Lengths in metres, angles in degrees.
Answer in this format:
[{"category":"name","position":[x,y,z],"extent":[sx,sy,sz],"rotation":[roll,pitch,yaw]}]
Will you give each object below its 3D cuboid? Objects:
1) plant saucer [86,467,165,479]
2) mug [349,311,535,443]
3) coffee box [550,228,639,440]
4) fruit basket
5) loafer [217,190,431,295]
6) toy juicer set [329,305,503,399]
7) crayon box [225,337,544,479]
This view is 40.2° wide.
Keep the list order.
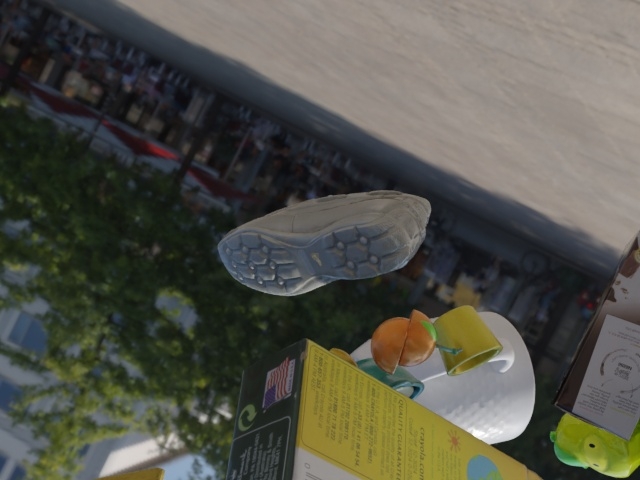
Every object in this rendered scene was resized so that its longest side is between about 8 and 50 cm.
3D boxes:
[{"category":"plant saucer","position":[-0.488,0.609,1.765],"extent":[0.333,0.332,0.081],"rotation":[-4,-135,-27]},{"category":"mug","position":[0.238,0.277,1.749],"extent":[0.328,0.276,0.374],"rotation":[-4,157,-24]},{"category":"coffee box","position":[0.473,0.147,1.349],"extent":[0.119,0.297,0.168],"rotation":[26,176,15]},{"category":"fruit basket","position":[0.691,0.405,1.840],"extent":[0.392,0.392,0.283],"rotation":[26,-172,-21]},{"category":"loafer","position":[0.000,0.000,1.125],"extent":[0.320,0.111,0.112],"rotation":[-5,116,40]},{"category":"toy juicer set","position":[0.033,0.185,0.978],"extent":[0.209,0.329,0.089],"rotation":[10,-131,-55]},{"category":"crayon box","position":[0.069,0.237,0.673],"extent":[0.319,0.202,0.081],"rotation":[34,133,-29]}]
